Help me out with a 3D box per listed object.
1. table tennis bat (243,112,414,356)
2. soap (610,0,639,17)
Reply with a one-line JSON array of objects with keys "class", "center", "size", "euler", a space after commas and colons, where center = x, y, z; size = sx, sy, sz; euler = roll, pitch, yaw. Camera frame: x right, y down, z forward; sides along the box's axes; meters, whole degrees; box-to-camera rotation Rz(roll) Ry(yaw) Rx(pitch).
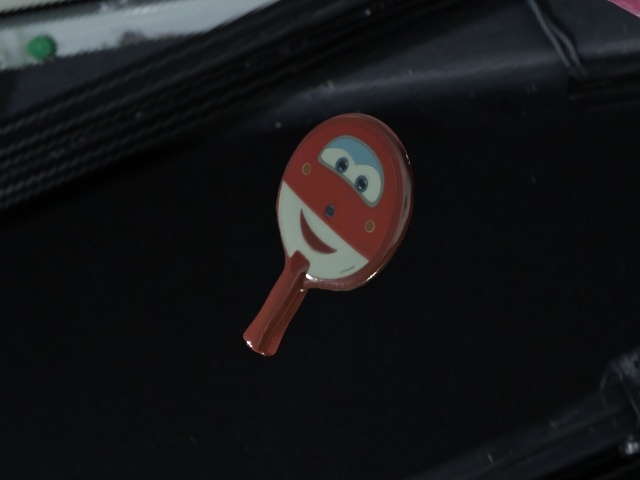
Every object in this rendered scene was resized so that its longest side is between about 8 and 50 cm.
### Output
[{"class": "table tennis bat", "center": [0.000, 0.000, 0.721], "size": [0.098, 0.019, 0.155], "euler": [45, -66, 36]}, {"class": "soap", "center": [0.196, -0.214, 0.621], "size": [0.127, 0.324, 0.220], "euler": [25, -88, 58]}]
